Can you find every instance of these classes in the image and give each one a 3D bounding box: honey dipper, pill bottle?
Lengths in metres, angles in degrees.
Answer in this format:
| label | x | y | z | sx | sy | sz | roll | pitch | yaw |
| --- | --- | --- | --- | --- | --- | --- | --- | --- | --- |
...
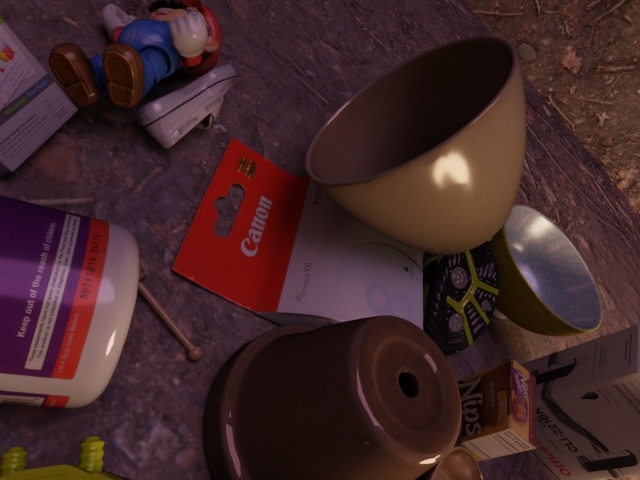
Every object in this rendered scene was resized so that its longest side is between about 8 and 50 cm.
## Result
| label | x | y | z | sx | sy | sz | roll | pitch | yaw |
| --- | --- | --- | --- | --- | --- | --- | --- | --- | --- |
| honey dipper | -0.201 | 0.086 | 0.584 | 0.161 | 0.030 | 0.030 | 51 | 43 | 1 |
| pill bottle | -0.337 | 0.038 | 0.397 | 0.323 | 0.181 | 0.181 | 17 | 51 | -30 |

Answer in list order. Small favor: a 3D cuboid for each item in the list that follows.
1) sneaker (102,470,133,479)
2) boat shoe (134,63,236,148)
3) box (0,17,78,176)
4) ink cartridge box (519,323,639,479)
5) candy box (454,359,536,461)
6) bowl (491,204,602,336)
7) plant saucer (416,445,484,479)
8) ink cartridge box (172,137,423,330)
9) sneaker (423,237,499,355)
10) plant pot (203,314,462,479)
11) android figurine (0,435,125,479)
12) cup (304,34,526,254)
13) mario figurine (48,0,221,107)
| label | x | y | z | sx | sy | sz | roll | pitch | yaw |
| --- | --- | --- | --- | --- | --- | --- | --- | --- | --- |
| sneaker | -0.139 | 0.308 | 0.426 | 0.228 | 0.086 | 0.132 | 18 | 56 | -1 |
| boat shoe | -0.207 | -0.220 | 0.778 | 0.226 | 0.083 | 0.076 | -50 | 118 | -42 |
| box | -0.400 | -0.191 | 0.553 | 0.186 | 0.038 | 0.145 | 59 | 33 | -36 |
| ink cartridge box | 0.472 | 0.288 | 0.799 | 0.197 | 0.273 | 0.114 | 46 | 46 | -2 |
| candy box | 0.218 | 0.256 | 0.678 | 0.053 | 0.186 | 0.109 | 38 | 43 | -11 |
| bowl | 0.429 | 0.086 | 0.994 | 0.289 | 0.156 | 0.289 | 21 | 48 | -26 |
| plant saucer | 0.139 | 0.400 | 0.535 | 0.310 | 0.050 | 0.311 | 19 | 68 | -56 |
| ink cartridge box | 0.000 | 0.000 | 0.763 | 0.385 | 0.091 | 0.308 | 30 | 46 | -20 |
| sneaker | 0.247 | 0.037 | 0.909 | 0.145 | 0.147 | 0.385 | 28 | 64 | -23 |
| plant pot | 0.029 | 0.195 | 0.544 | 0.263 | 0.229 | 0.263 | 22 | 48 | -26 |
| android figurine | -0.210 | 0.292 | 0.342 | 0.248 | 0.056 | 0.273 | -6 | 62 | -11 |
| cup | 0.177 | -0.117 | 0.736 | 0.237 | 0.331 | 0.331 | 51 | 38 | -30 |
| mario figurine | -0.262 | -0.325 | 0.716 | 0.198 | 0.170 | 0.320 | 33 | 38 | -9 |
